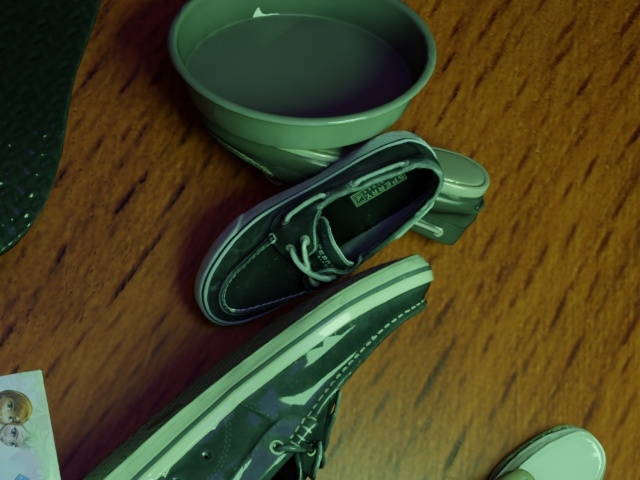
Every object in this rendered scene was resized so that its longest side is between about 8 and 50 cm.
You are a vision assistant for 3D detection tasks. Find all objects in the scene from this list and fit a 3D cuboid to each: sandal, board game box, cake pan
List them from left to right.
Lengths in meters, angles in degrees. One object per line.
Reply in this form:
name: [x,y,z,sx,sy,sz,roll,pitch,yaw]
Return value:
sandal: [-0.341,-0.126,1.818,0.168,0.107,0.445,25,55,-8]
board game box: [-0.279,0.306,1.575,0.066,0.318,0.318,-8,76,-20]
cake pan: [-0.021,-0.197,1.887,0.293,0.054,0.293,3,41,-2]

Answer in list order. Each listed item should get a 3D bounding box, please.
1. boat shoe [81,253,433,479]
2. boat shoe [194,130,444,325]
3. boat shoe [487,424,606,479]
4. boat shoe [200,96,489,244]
boat shoe: [-0.062,0.195,1.761,0.500,0.187,0.156,-41,95,-20]
boat shoe: [0.000,0.000,1.816,0.301,0.102,0.108,-32,115,3]
boat shoe: [0.210,0.306,1.852,0.302,0.103,0.113,-41,90,-24]
boat shoe: [0.020,-0.073,1.910,0.335,0.095,0.112,15,29,-9]
